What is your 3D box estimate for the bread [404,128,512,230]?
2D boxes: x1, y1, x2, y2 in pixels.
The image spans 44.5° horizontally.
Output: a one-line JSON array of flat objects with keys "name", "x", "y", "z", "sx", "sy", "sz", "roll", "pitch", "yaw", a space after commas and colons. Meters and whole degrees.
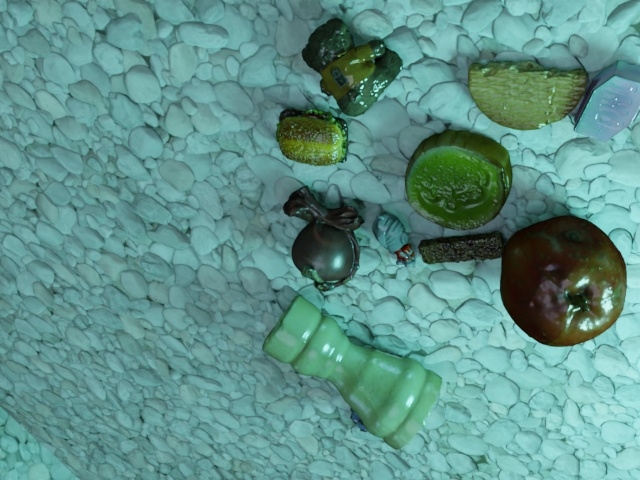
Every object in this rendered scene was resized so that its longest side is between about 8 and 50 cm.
[{"name": "bread", "x": 0.295, "y": -0.128, "z": 1.678, "sx": 0.236, "sy": 0.070, "sz": 0.236, "roll": 11, "pitch": 127, "yaw": 15}]

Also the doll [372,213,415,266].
[{"name": "doll", "x": 0.170, "y": -0.002, "z": 1.823, "sx": 0.094, "sy": 0.079, "sz": 0.180, "roll": 14, "pitch": 147, "yaw": 43}]

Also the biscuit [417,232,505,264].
[{"name": "biscuit", "x": 0.324, "y": 0.019, "z": 1.798, "sx": 0.199, "sy": 0.034, "sz": 0.064, "roll": -8, "pitch": 120, "yaw": 26}]

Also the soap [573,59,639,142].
[{"name": "soap", "x": 0.556, "y": -0.264, "z": 1.483, "sx": 0.100, "sy": 0.056, "sz": 0.149, "roll": 20, "pitch": 130, "yaw": 4}]

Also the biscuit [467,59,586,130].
[{"name": "biscuit", "x": 0.404, "y": -0.285, "z": 1.542, "sx": 0.224, "sy": 0.033, "sz": 0.144, "roll": 6, "pitch": 129, "yaw": 18}]

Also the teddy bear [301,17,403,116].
[{"name": "teddy bear", "x": 0.050, "y": -0.349, "z": 1.576, "sx": 0.190, "sy": 0.140, "sz": 0.177, "roll": 47, "pitch": 131, "yaw": -5}]

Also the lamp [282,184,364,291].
[{"name": "lamp", "x": 0.000, "y": 0.002, "z": 1.857, "sx": 0.215, "sy": 0.151, "sz": 0.223, "roll": 18, "pitch": 86, "yaw": 1}]

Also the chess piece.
[{"name": "chess piece", "x": 0.076, "y": 0.326, "z": 2.021, "sx": 0.442, "sy": 0.234, "sz": 0.234, "roll": 34, "pitch": 130, "yaw": 2}]

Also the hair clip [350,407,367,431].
[{"name": "hair clip", "x": 0.143, "y": 0.490, "z": 2.212, "sx": 0.124, "sy": 0.052, "sz": 0.195, "roll": 21, "pitch": 135, "yaw": 13}]

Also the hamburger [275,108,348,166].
[{"name": "hamburger", "x": -0.022, "y": -0.226, "z": 1.719, "sx": 0.166, "sy": 0.087, "sz": 0.137, "roll": 11, "pitch": 128, "yaw": 14}]

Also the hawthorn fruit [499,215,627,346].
[{"name": "hawthorn fruit", "x": 0.507, "y": 0.090, "z": 1.629, "sx": 0.275, "sy": 0.300, "sz": 0.275, "roll": 1, "pitch": 108, "yaw": 2}]
